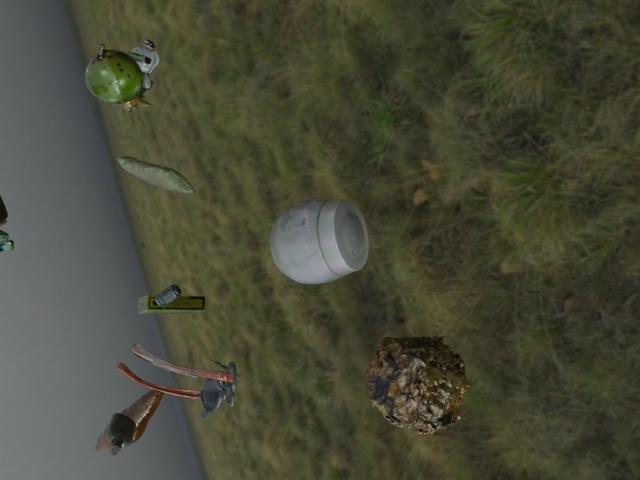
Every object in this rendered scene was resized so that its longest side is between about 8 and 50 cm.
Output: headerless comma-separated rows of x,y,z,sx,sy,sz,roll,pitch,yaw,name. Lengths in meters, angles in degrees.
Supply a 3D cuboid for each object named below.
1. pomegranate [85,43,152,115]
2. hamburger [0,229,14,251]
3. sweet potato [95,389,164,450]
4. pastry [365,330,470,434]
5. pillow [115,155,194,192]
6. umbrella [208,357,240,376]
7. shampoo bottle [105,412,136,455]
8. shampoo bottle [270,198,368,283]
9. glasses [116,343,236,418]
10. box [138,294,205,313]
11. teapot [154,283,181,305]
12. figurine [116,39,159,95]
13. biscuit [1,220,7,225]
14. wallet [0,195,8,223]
-0.549,-0.437,1.655,0.156,0.156,0.220,70,-166,15,pomegranate
-0.878,-0.049,1.448,0.260,0.276,0.151,14,-107,-65,hamburger
-0.627,0.608,1.963,0.112,0.359,0.112,42,-156,-24,sweet potato
0.247,0.354,1.518,0.193,0.274,0.275,108,143,-63,pastry
-0.640,-0.257,2.340,0.302,0.075,0.185,17,167,33,pillow
-0.300,0.397,1.876,0.122,0.013,0.022,27,160,16,umbrella
-0.569,0.550,1.701,0.080,0.040,0.165,37,-176,-14,shampoo bottle
0.000,0.000,1.933,0.266,0.273,0.273,-13,94,30,shampoo bottle
-0.347,0.347,1.451,0.234,0.268,0.118,-38,44,53,glasses
-0.560,0.242,2.259,0.141,0.220,0.064,-20,70,60,box
-0.504,0.178,1.998,0.049,0.083,0.063,59,-169,-16,teapot
-0.605,-0.581,2.014,0.147,0.126,0.192,20,92,35,figurine
-1.036,-0.148,1.693,0.325,0.107,0.326,33,155,17,biscuit
-0.547,-0.101,0.803,0.049,0.182,0.229,-24,89,54,wallet
